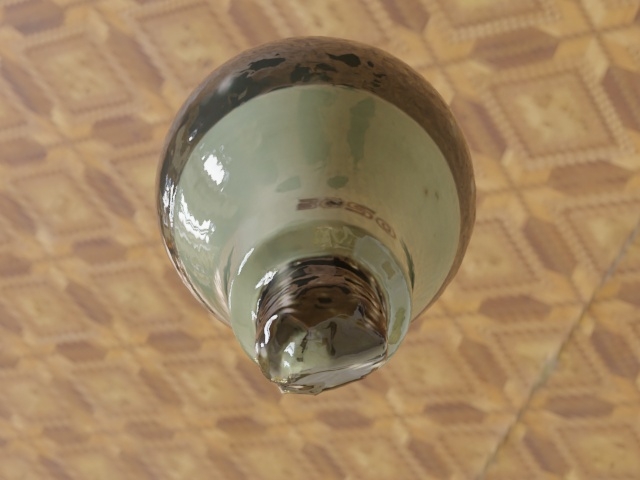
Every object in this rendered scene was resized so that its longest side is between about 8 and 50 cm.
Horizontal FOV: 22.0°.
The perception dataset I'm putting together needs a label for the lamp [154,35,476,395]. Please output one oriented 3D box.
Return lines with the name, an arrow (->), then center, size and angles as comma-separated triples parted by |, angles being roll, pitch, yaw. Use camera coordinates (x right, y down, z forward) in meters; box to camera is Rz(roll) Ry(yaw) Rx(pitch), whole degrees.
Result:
lamp -> 0.017, -0.004, 0.878 | 0.182, 0.182, 0.314 | 49, 180, -27
